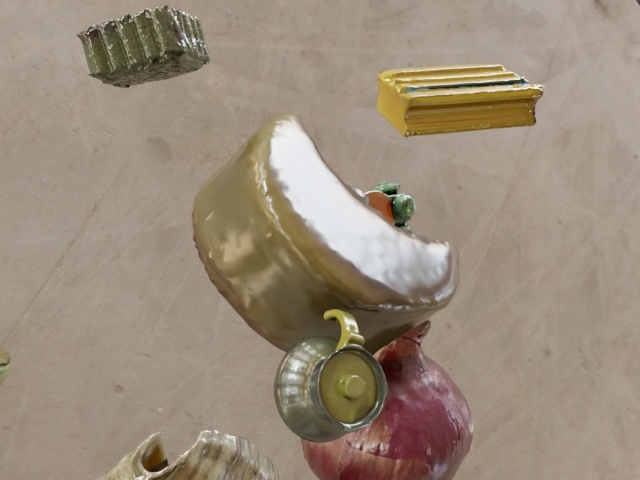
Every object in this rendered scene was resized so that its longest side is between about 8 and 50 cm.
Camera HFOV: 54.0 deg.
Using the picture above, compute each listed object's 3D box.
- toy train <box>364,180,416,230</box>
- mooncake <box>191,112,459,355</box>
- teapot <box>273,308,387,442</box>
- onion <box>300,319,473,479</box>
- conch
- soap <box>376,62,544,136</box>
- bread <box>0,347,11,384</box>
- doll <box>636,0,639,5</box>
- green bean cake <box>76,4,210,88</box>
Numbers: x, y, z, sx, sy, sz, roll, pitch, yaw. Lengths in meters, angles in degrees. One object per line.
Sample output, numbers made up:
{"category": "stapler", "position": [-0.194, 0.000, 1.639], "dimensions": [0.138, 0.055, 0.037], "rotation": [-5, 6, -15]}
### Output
{"category": "toy train", "position": [0.048, -0.037, 1.236], "dimensions": [0.177, 0.285, 0.116], "rotation": [-13, 90, -40]}
{"category": "mooncake", "position": [0.000, 0.000, 1.007], "dimensions": [0.393, 0.246, 0.394], "rotation": [8, 46, -48]}
{"category": "teapot", "position": [0.014, 0.165, 0.776], "dimensions": [0.130, 0.119, 0.166], "rotation": [21, 68, -26]}
{"category": "onion", "position": [0.135, 0.299, 1.193], "dimensions": [0.347, 0.348, 0.385], "rotation": [2, 109, -30]}
{"category": "conch", "position": [-0.106, 0.239, 0.475], "dimensions": [0.178, 0.163, 0.245], "rotation": [-21, 124, -43]}
{"category": "soap", "position": [0.304, -0.318, 1.406], "dimensions": [0.324, 0.204, 0.096], "rotation": [-7, 123, -13]}
{"category": "bread", "position": [-0.481, 0.113, 0.641], "dimensions": [0.286, 0.207, 0.056], "rotation": [15, 90, -39]}
{"category": "doll", "position": [0.150, -0.108, 0.232], "dimensions": [0.110, 0.067, 0.206], "rotation": [16, 26, -34]}
{"category": "green bean cake", "position": [-0.292, -0.322, 1.068], "dimensions": [0.173, 0.181, 0.094], "rotation": [-13, 99, 7]}
